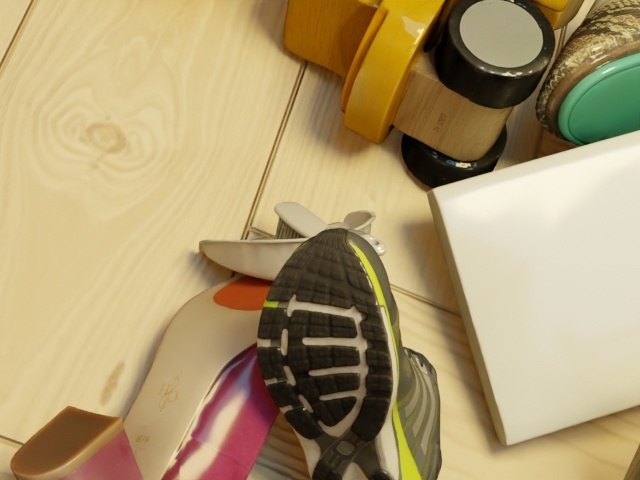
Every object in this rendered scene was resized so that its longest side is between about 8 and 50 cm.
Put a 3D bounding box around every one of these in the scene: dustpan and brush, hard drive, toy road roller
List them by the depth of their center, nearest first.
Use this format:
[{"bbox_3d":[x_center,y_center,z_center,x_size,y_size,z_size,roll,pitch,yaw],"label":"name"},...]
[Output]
[{"bbox_3d":[0.000,0.000,0.947,0.147,0.211,0.060,-11,112,-23],"label":"dustpan and brush"},{"bbox_3d":[0.295,0.020,1.050,0.353,0.047,0.233,-16,89,-7],"label":"hard drive"},{"bbox_3d":[0.114,-0.233,1.093,0.241,0.202,0.329,28,62,6],"label":"toy road roller"}]

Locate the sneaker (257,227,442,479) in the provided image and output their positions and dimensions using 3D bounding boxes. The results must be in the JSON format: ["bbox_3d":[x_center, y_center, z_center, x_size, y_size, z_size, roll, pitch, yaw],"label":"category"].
[{"bbox_3d":[0.033,0.109,0.909,0.111,0.300,0.121,5,38,22],"label":"sneaker"}]

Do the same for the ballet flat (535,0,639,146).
[{"bbox_3d":[0.371,-0.176,1.178,0.483,0.164,0.182,1,52,-33],"label":"ballet flat"}]

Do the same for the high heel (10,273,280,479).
[{"bbox_3d":[-0.076,0.153,0.942,0.377,0.127,0.181,-33,120,-36],"label":"high heel"}]

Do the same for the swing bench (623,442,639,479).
[{"bbox_3d":[0.385,0.210,0.924,0.165,0.253,0.254,-21,50,-26],"label":"swing bench"}]
